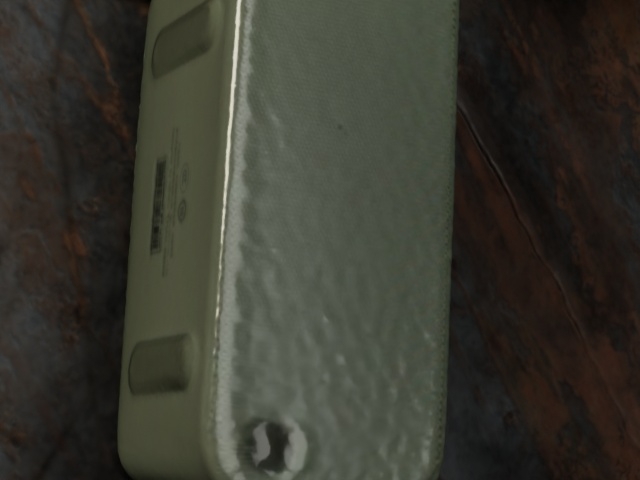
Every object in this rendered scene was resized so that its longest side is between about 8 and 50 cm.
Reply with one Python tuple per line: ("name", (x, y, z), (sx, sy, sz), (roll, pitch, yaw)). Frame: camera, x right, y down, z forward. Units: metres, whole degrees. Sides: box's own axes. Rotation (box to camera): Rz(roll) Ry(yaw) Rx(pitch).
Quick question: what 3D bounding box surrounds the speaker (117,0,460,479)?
("speaker", (-0.030, -0.015, 1.224), (0.183, 0.184, 0.406), (8, 80, -28))
